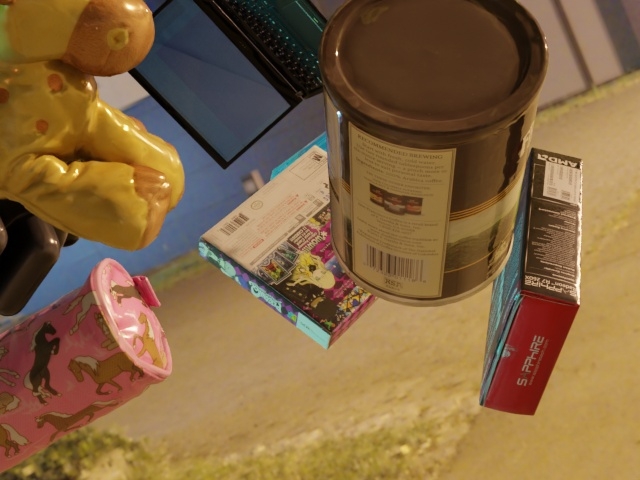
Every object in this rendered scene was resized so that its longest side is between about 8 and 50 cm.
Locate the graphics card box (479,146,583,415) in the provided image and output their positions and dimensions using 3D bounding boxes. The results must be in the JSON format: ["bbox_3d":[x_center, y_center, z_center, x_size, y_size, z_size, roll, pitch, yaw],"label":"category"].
[{"bbox_3d":[0.323,0.054,1.567,0.094,0.232,0.370,13,39,4],"label":"graphics card box"}]

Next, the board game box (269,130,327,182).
[{"bbox_3d":[0.011,-0.076,1.752,0.254,0.079,0.336,-35,24,26],"label":"board game box"}]

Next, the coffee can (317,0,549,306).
[{"bbox_3d":[0.103,-0.090,1.012,0.202,0.201,0.275,-27,-32,-15],"label":"coffee can"}]

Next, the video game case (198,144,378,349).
[{"bbox_3d":[0.000,0.000,1.302,0.232,0.210,0.041,-43,-22,-35],"label":"video game case"}]

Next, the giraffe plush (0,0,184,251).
[{"bbox_3d":[-0.175,-0.110,0.659,0.210,0.170,0.181,6,23,-35],"label":"giraffe plush"}]

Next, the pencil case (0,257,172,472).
[{"bbox_3d":[-0.352,0.174,1.163,0.386,0.167,0.160,-30,-32,8],"label":"pencil case"}]

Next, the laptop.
[{"bbox_3d":[-0.111,-0.240,1.377,0.136,0.234,0.264,-54,22,-24],"label":"laptop"}]

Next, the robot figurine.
[{"bbox_3d":[-0.355,-0.052,1.026,0.174,0.209,0.278,-27,53,-11],"label":"robot figurine"}]
